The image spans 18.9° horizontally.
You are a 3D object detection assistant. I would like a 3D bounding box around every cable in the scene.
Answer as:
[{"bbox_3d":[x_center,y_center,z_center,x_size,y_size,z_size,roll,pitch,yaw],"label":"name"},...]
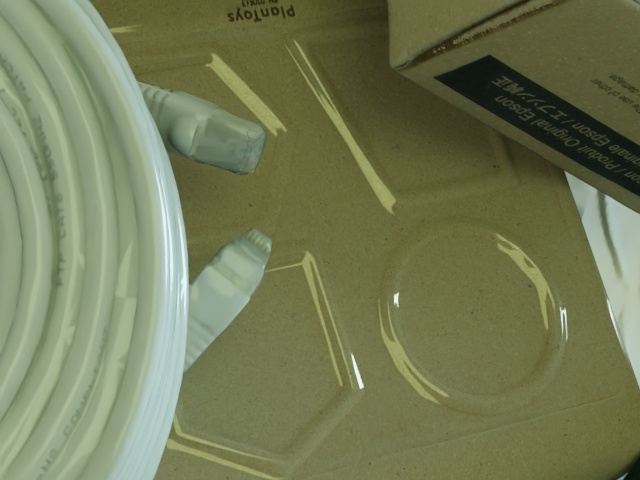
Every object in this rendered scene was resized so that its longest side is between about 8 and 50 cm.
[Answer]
[{"bbox_3d":[-0.164,0.014,0.534,0.257,0.089,0.257,29,77,0],"label":"cable"}]

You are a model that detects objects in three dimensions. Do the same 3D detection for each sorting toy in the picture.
[{"bbox_3d":[0.000,0.000,0.647,0.193,0.038,0.208,-11,81,-26],"label":"sorting toy"}]

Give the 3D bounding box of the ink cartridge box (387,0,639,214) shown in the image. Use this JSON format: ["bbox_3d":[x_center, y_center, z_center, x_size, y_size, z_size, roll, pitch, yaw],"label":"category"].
[{"bbox_3d":[0.111,-0.138,0.689,0.193,0.088,0.235,25,54,-41],"label":"ink cartridge box"}]

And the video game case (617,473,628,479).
[{"bbox_3d":[0.005,0.104,0.643,0.227,0.026,0.206,38,62,-7],"label":"video game case"}]

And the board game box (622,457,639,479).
[{"bbox_3d":[0.179,0.072,0.635,0.186,0.126,0.026,-49,133,-21],"label":"board game box"}]
